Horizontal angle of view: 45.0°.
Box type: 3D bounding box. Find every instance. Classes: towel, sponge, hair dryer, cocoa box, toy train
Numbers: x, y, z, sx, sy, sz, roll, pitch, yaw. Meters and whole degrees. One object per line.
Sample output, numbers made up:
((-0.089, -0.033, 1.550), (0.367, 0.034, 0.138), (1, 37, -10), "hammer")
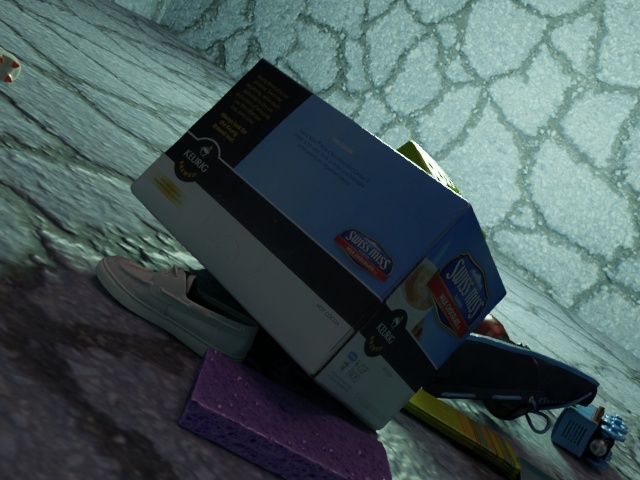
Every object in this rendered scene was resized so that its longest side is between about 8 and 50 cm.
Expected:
((0.154, 0.230, 1.023), (0.237, 0.021, 0.102), (32, 7, -1), "towel")
((-0.028, 0.180, 0.723), (0.210, 0.031, 0.117), (30, 12, -10), "sponge")
((0.343, 0.210, 1.519), (0.293, 0.080, 0.223), (42, -2, 15), "hair dryer")
((0.000, 0.000, 0.891), (0.347, 0.228, 0.231), (41, -6, 34), "cocoa box")
((0.452, 0.317, 1.298), (0.105, 0.080, 0.184), (31, 11, 22), "toy train")

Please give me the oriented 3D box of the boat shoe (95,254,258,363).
((-0.148, 0.061, 0.808), (0.184, 0.063, 0.066), (35, 12, 9), "boat shoe")

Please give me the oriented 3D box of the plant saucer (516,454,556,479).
((0.271, 0.325, 0.948), (0.067, 0.018, 0.192), (34, 11, 6), "plant saucer")

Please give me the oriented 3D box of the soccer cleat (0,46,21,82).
((-0.567, -0.309, 1.217), (0.076, 0.068, 0.196), (36, 4, 38), "soccer cleat")

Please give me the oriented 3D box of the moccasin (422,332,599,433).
((0.278, 0.215, 1.178), (0.342, 0.117, 0.137), (19, -3, -26), "moccasin")

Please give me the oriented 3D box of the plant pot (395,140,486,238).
((0.202, -0.034, 1.642), (0.228, 0.227, 0.207), (33, 21, -48), "plant pot")
